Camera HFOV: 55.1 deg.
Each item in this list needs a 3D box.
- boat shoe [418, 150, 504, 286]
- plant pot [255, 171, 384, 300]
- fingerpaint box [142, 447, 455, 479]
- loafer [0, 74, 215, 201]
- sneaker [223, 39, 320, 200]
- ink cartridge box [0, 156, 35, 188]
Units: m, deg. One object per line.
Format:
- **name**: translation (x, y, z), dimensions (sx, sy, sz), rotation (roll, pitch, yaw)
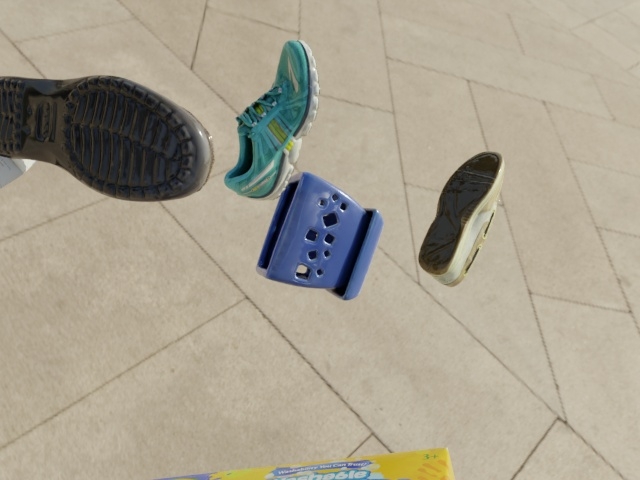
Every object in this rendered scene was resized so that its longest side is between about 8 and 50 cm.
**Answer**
- **boat shoe**: translation (0.133, -0.020, 0.561), dimensions (0.050, 0.045, 0.135), rotation (16, 68, 45)
- **plant pot**: translation (0.000, 0.000, 1.340), dimensions (0.212, 0.236, 0.236), rotation (21, 88, -12)
- **fingerpaint box**: translation (-0.081, 0.377, 0.604), dimensions (0.444, 0.163, 0.371), rotation (-11, 5, 14)
- **loafer**: translation (-0.267, -0.139, 0.770), dimensions (0.365, 0.134, 0.130), rotation (19, 11, 26)
- **sneaker**: translation (-0.080, -0.193, 1.003), dimensions (0.109, 0.276, 0.107), rotation (9, 20, -32)
- **ink cartridge box**: translation (-0.542, -0.078, 0.900), dimensions (0.231, 0.078, 0.134), rotation (-34, 23, 0)
